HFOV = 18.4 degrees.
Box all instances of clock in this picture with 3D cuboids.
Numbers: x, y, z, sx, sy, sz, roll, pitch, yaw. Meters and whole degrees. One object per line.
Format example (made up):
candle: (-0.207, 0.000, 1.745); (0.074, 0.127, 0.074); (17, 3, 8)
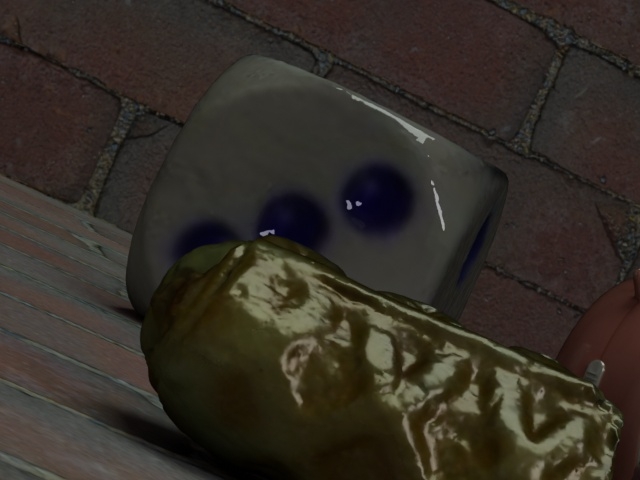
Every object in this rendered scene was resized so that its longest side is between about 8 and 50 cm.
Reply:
clock: (0.256, 0.130, 1.576); (0.142, 0.241, 0.227); (21, -1, 40)

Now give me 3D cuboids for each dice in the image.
dice: (0.000, 0.000, 1.736); (0.259, 0.251, 0.243); (25, 1, 10)

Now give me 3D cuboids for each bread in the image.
bread: (0.028, 0.089, 1.054); (0.267, 0.130, 0.152); (25, 9, 3)

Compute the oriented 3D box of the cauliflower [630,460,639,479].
cauliflower: (0.326, 0.198, 1.249); (0.315, 0.256, 0.239); (55, -2, 2)
